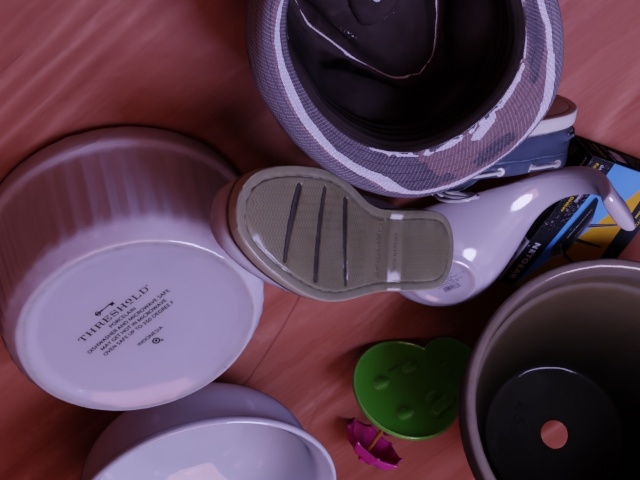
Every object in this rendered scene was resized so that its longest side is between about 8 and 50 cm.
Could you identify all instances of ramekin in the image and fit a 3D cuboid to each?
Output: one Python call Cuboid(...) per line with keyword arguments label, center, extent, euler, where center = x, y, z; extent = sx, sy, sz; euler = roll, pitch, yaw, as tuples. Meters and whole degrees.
Cuboid(label="ramekin", center=(-0.175, 0.041, 0.919), extent=(0.273, 0.127, 0.272), euler=(-11, 133, -12))

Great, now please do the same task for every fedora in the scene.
Cuboid(label="fedora", center=(0.058, -0.182, 0.816), extent=(0.244, 0.124, 0.275), euler=(-40, 123, 12))

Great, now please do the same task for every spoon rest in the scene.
Cuboid(label="spoon rest", center=(0.184, -0.006, 1.034), extent=(0.276, 0.084, 0.137), euler=(-22, 128, 30))

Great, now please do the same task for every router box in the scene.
Cuboid(label="router box", center=(0.287, -0.020, 1.102), extent=(0.133, 0.046, 0.179), euler=(13, 123, -31))

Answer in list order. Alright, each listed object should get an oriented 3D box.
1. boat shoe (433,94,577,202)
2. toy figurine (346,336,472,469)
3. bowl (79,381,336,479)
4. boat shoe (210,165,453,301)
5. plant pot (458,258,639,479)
Cuboid(label="boat shoe", center=(0.129, -0.083, 0.958), extent=(0.255, 0.095, 0.079), euler=(-15, 123, -21))
Cuboid(label="toy figurine", center=(0.097, 0.208, 1.208), extent=(0.173, 0.130, 0.159), euler=(-26, 154, -33))
Cuboid(label="bowl", center=(-0.141, 0.253, 1.114), extent=(0.298, 0.134, 0.297), euler=(-12, 133, -13))
Cuboid(label="boat shoe", center=(0.000, 0.000, 0.902), extent=(0.302, 0.103, 0.113), euler=(15, 81, -50))
Cuboid(label="plant pot", center=(0.303, 0.208, 1.131), extent=(0.323, 0.323, 0.280), euler=(-17, 165, -6))
